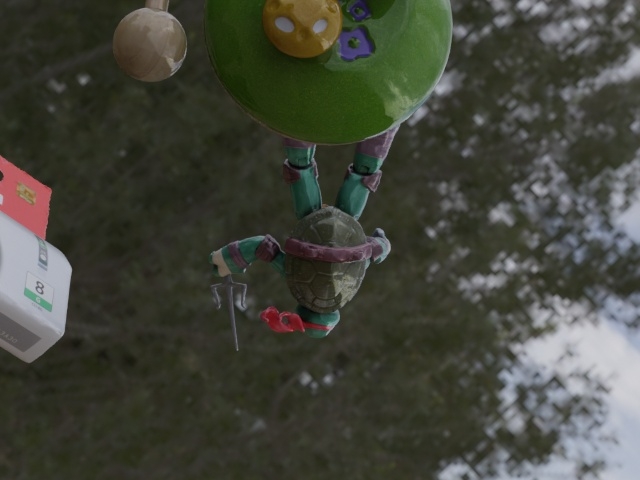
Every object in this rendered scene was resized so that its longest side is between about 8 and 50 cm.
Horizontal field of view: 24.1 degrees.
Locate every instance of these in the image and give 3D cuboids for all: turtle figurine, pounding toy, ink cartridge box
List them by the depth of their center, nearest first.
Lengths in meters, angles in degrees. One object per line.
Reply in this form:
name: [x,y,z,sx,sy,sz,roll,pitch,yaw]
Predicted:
pounding toy: [-0.016,-0.176,1.049,0.236,0.183,0.110,14,-14,-3]
ink cartridge box: [-0.289,-0.029,1.261,0.181,0.056,0.225,37,32,-30]
turtle figurine: [0.000,0.000,1.371,0.175,0.234,0.118,3,14,-28]
